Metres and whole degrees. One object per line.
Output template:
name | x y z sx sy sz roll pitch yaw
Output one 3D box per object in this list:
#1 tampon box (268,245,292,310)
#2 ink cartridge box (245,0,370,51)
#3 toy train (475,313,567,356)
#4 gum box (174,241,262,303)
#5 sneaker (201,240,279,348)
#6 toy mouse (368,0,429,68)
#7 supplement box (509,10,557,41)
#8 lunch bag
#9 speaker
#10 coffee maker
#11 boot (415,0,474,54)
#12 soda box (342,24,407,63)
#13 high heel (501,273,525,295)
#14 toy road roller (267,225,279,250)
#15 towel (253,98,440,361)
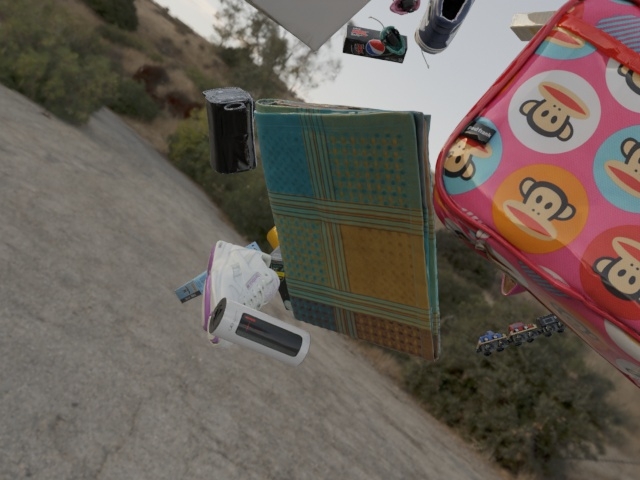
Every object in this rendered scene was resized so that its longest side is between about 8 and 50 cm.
tampon box | -0.038 0.086 1.510 0.120 0.101 0.161 3 -54 38
ink cartridge box | 0.024 -0.342 0.557 0.114 0.273 0.197 22 35 -55
toy train | 0.320 0.148 0.994 0.027 0.158 0.036 87 -15 -58
gum box | -0.247 0.078 1.499 0.041 0.184 0.157 59 -31 -4
sneaker | -0.154 0.096 1.225 0.152 0.114 0.305 8 31 -8
toy mouse | 0.156 -0.424 1.208 0.143 0.161 0.031 1 24 -15
supplement box | 0.464 -0.455 1.320 0.098 0.036 0.062 16 -5 44
lunch bag | 0.261 -0.044 0.473 0.293 0.258 0.120 40 -3 15
speaker | -0.085 0.127 0.860 0.136 0.055 0.055 27 5 -21
coffee maker | -0.211 -0.247 1.439 0.120 0.178 0.171 -2 29 -1
boot | 0.189 -0.344 0.824 0.069 0.190 0.086 21 -10 -5
soda box | 0.146 -0.524 1.658 0.169 0.060 0.053 8 -36 -5
high heel | 0.405 -0.006 1.216 0.082 0.117 0.244 32 -44 35
toy road roller | 0.000 0.000 1.805 0.241 0.329 0.202 29 20 -54
towel | 0.040 -0.014 0.870 0.272 0.040 0.370 13 -54 35
